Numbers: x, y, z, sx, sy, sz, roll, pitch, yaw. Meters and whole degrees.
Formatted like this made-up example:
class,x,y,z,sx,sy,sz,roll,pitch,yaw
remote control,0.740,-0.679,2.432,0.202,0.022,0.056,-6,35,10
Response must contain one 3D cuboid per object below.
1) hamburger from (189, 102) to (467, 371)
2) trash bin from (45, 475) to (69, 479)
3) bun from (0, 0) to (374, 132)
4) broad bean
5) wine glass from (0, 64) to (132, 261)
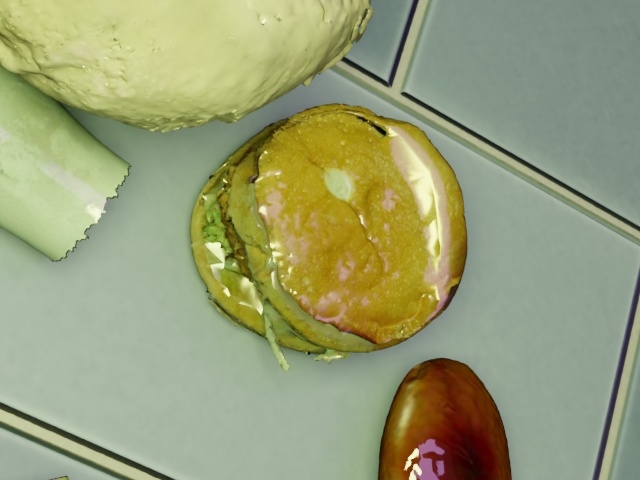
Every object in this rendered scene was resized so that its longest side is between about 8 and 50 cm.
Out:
class,x,y,z,sx,sy,sz,roll,pitch,yaw
hamburger,0.000,0.000,1.044,0.177,0.113,0.185,29,71,-26
trash bin,-0.164,0.188,0.929,0.061,0.043,0.092,-9,77,-31
bun,-0.129,-0.211,0.941,0.360,0.211,0.360,45,27,-30
broad bean,0.080,0.157,1.051,0.114,0.084,0.165,29,57,-62
wine glass,-0.213,-0.074,0.945,0.202,0.093,0.093,36,61,-15
